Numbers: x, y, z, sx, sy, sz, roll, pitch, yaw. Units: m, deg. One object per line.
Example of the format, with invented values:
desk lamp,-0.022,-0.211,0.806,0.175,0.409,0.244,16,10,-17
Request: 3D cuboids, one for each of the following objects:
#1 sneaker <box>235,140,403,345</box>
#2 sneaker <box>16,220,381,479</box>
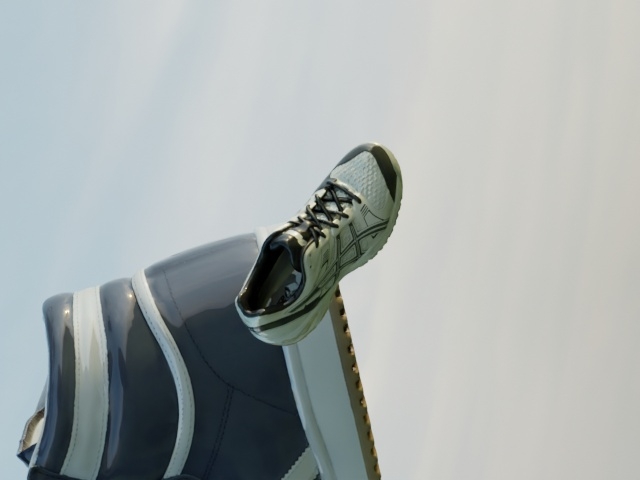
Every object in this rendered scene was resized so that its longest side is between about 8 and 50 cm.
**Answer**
sneaker,0.000,0.000,0.683,0.083,0.032,0.037,-59,-25,-2
sneaker,-0.046,0.138,0.862,0.099,0.153,0.282,-124,23,-77
